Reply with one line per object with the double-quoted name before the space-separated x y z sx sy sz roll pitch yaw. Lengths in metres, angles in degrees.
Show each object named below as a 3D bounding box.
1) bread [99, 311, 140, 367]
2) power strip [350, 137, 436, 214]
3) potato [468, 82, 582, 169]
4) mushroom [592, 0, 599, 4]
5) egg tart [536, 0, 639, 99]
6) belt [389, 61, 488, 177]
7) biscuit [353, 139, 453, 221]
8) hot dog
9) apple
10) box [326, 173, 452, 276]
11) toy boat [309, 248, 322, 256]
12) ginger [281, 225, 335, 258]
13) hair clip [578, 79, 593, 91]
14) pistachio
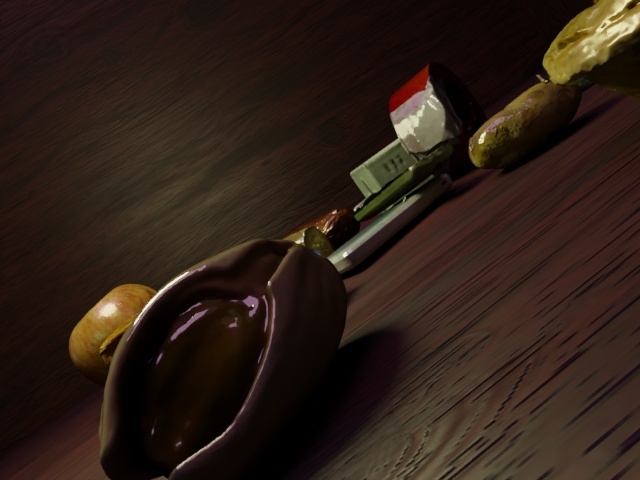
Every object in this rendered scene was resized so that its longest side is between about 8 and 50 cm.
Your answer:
"bread" -0.353 0.222 1.025 0.149 0.158 0.143 -29 4 21
"power strip" 0.164 -0.151 1.202 0.224 0.140 0.139 -36 5 -11
"potato" 0.289 -0.163 0.691 0.170 0.080 0.107 -40 4 2
"mushroom" 0.553 -0.382 0.825 0.231 0.138 0.194 -47 19 13
"egg tart" 0.333 -0.199 0.351 0.345 0.132 0.345 -34 3 2
"belt" 0.253 -0.252 1.014 0.115 0.227 0.324 -36 2 33
"biscuit" 0.142 -0.094 0.906 0.099 0.038 0.322 -32 -4 -18
"hot dog" 0.000 -0.003 1.109 0.160 0.099 0.227 -38 6 -35
"apple" -0.471 0.251 1.208 0.264 0.264 0.264 -35 4 3
"box" 0.110 -0.022 0.835 0.285 0.044 0.142 -37 0 -32
"toy boat" -0.056 0.088 0.588 0.238 0.109 0.098 -41 -28 -57
"ginger" -0.085 0.059 1.024 0.263 0.109 0.116 -25 11 36
"hair clip" 0.516 -0.310 0.941 0.229 0.039 0.070 -29 6 18
"pistachio" -0.062 0.084 0.368 0.138 0.153 0.238 10 26 20
